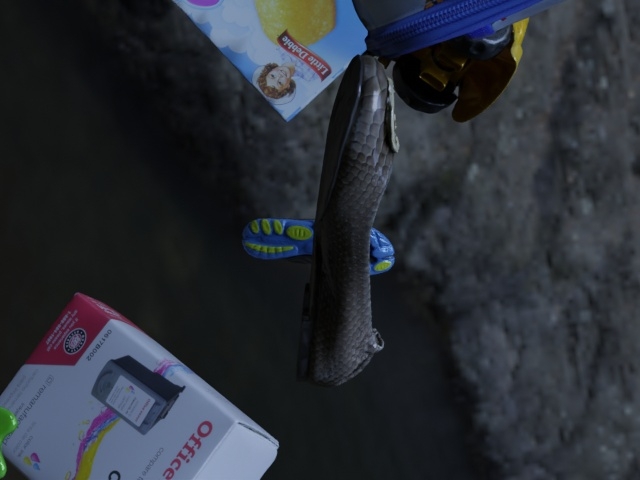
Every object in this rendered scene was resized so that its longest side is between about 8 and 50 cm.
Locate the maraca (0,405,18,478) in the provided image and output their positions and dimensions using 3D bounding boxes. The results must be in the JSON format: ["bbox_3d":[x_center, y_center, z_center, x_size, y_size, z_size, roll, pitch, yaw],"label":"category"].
[{"bbox_3d":[-0.297,0.109,1.117,0.185,0.127,0.099,51,0,12],"label":"maraca"}]

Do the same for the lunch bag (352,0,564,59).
[{"bbox_3d":[0.115,-0.179,0.781,0.115,0.243,0.303,64,13,-8],"label":"lunch bag"}]

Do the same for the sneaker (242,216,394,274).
[{"bbox_3d":[0.000,0.000,1.910,0.078,0.188,0.067,-36,132,-78],"label":"sneaker"}]

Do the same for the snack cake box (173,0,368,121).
[{"bbox_3d":[-0.061,-0.244,1.253,0.264,0.152,0.089,46,10,-9],"label":"snack cake box"}]

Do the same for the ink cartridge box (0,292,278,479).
[{"bbox_3d":[-0.239,0.242,1.916,0.226,0.306,0.131,-54,147,-3],"label":"ink cartridge box"}]

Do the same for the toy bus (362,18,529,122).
[{"bbox_3d":[0.128,-0.273,1.686,0.211,0.220,0.149,-62,-172,-33],"label":"toy bus"}]

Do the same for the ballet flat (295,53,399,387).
[{"bbox_3d":[0.024,-0.004,0.981,0.084,0.058,0.250,-84,-178,-55],"label":"ballet flat"}]
